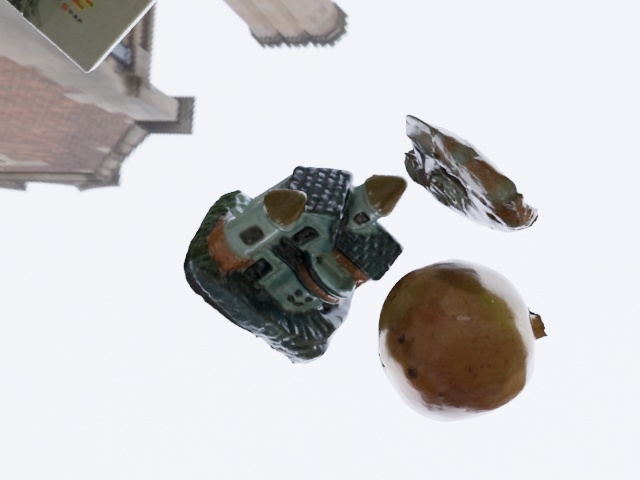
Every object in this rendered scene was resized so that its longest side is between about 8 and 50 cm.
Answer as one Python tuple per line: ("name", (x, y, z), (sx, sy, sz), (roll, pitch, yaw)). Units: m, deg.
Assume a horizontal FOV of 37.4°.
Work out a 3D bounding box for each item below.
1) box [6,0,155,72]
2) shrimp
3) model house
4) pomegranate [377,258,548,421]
("box", (-0.243, -0.296, 0.820), (0.256, 0.069, 0.164), (42, -71, -15))
("shrimp", (0.141, -0.090, 1.083), (0.062, 0.317, 0.164), (-42, -69, -1))
("model house", (0.000, 0.000, 1.293), (0.253, 0.184, 0.291), (43, -58, -18))
("pomegranate", (0.155, 0.111, 1.070), (0.191, 0.191, 0.191), (-2, -98, 15))
